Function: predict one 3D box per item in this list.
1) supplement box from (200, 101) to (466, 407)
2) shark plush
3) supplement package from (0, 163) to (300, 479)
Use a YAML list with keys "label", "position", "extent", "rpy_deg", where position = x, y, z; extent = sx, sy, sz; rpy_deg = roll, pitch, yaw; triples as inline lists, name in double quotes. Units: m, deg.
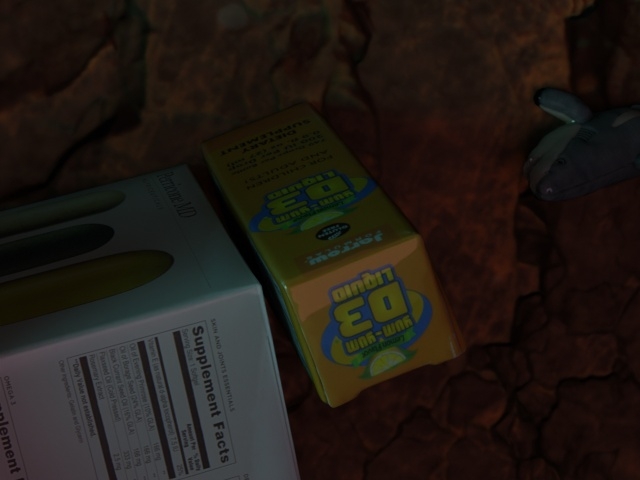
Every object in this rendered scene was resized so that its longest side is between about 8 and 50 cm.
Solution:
- label: "supplement box"
  position: [0.000, 0.000, 0.937]
  extent: [0.078, 0.233, 0.080]
  rpy_deg: [-22, 116, -7]
- label: "shark plush"
  position: [0.197, -0.046, 1.066]
  extent: [0.161, 0.067, 0.073]
  rpy_deg: [3, 110, -17]
- label: "supplement package"
  position: [-0.161, 0.106, 0.954]
  extent: [0.262, 0.199, 0.198]
  rpy_deg: [-15, 114, -10]
